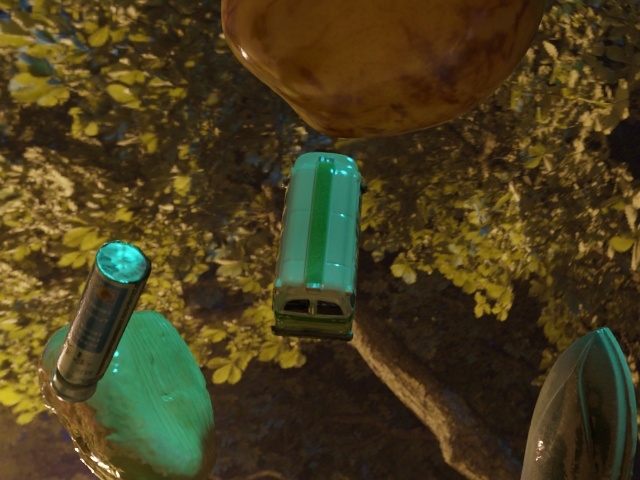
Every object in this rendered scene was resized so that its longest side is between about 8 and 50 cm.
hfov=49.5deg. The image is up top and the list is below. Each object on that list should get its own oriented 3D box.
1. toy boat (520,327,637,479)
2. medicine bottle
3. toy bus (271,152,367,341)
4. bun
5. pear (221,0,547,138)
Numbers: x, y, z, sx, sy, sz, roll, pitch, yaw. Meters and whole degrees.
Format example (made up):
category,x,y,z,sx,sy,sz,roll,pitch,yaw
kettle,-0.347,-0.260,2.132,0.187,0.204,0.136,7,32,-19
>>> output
category,x,y,z,sx,sy,sz,roll,pitch,yaw
toy boat,0.337,0.264,0.892,0.141,0.092,0.320,27,-65,58
medicine bottle,-0.211,0.082,0.654,0.051,0.051,0.191,45,-54,15
toy bus,0.000,0.000,1.068,0.133,0.165,0.276,4,-119,1
bun,-0.331,0.282,1.194,0.213,0.361,0.361,-30,-95,10
pear,0.052,-0.221,0.609,0.280,0.280,0.281,7,-76,29
